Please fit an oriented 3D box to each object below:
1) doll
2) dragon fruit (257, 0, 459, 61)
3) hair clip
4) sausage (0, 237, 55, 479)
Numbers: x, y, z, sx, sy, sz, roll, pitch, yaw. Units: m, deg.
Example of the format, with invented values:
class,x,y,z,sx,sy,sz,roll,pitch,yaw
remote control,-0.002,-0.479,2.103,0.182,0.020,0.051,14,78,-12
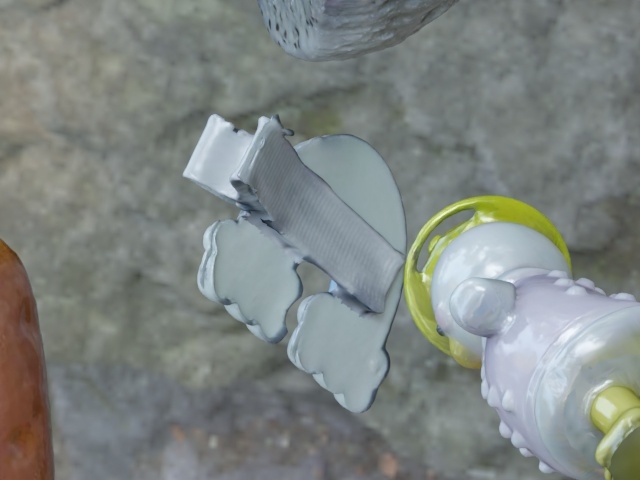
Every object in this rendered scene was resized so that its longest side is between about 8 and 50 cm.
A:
class,x,y,z,sx,sy,sz,roll,pitch,yaw
doll,0.092,0.040,0.712,0.081,0.129,0.207,-57,30,8
dragon fruit,0.059,-0.285,1.392,0.204,0.221,0.283,36,136,57
hair clip,0.000,0.000,1.030,0.054,0.220,0.140,8,68,37
sausage,-0.206,0.119,0.998,0.113,0.113,0.259,174,94,-66
